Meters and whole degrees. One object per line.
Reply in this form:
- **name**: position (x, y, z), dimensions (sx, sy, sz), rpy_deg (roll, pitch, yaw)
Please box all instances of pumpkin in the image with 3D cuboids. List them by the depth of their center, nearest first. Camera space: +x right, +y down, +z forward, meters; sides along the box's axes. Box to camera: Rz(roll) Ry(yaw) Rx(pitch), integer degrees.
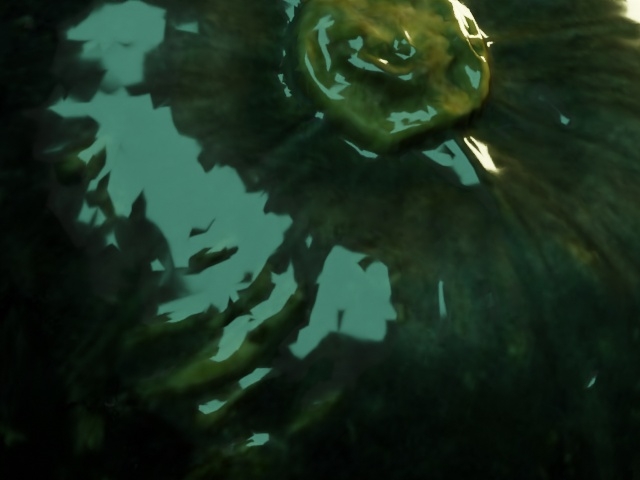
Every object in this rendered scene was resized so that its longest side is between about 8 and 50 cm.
- **pumpkin**: position (0.000, 0.000, 0.625), dimensions (0.454, 0.344, 0.455), rpy_deg (5, 57, -8)
